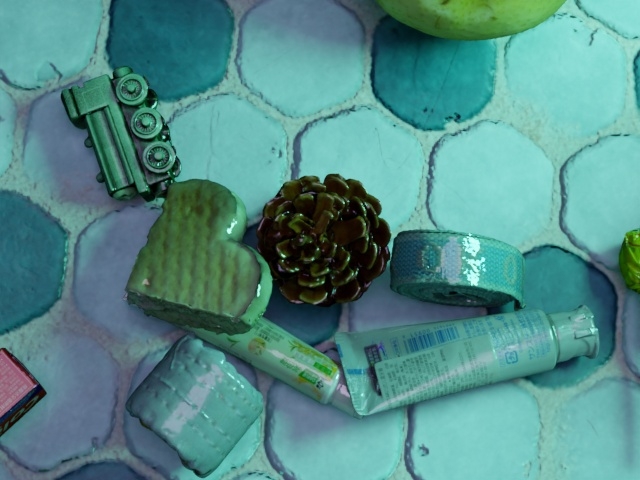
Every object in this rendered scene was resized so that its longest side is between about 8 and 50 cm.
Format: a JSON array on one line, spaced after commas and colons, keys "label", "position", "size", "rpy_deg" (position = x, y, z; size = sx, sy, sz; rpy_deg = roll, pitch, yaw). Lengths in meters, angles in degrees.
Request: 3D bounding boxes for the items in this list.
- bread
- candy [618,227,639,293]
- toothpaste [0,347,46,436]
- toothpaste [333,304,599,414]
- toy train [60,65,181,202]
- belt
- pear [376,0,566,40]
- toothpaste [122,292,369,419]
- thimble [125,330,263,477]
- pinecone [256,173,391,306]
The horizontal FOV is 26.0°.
[{"label": "bread", "position": [-0.142, 0.037, 1.584], "size": [0.172, 0.064, 0.232], "rpy_deg": [-33, 49, 5]}, {"label": "candy", "position": [0.398, 0.109, 1.625], "size": [0.073, 0.077, 0.262], "rpy_deg": [-2, 71, -8]}, {"label": "toothpaste", "position": [-0.449, 0.253, 1.551], "size": [0.320, 0.076, 0.066], "rpy_deg": [-42, 81, -12]}, {"label": "toothpaste", "position": [0.171, 0.131, 1.611], "size": [0.299, 0.073, 0.114], "rpy_deg": [-9, 56, -9]}, {"label": "toy train", "position": [-0.235, -0.123, 1.668], "size": [0.111, 0.071, 0.171], "rpy_deg": [-21, 78, 1]}, {"label": "belt", "position": [0.157, 0.030, 1.602], "size": [0.147, 0.163, 0.082], "rpy_deg": [3, 78, 18]}, {"label": "pear", "position": [0.178, -0.396, 1.649], "size": [0.309, 0.309, 0.309], "rpy_deg": [1, 75, -3]}, {"label": "toothpaste", "position": [-0.079, 0.115, 1.621], "size": [0.314, 0.058, 0.056], "rpy_deg": [30, 117, 9]}, {"label": "thimble", "position": [-0.138, 0.183, 1.546], "size": [0.127, 0.151, 0.118], "rpy_deg": [42, 78, -6]}, {"label": "pinecone", "position": [0.000, 0.000, 1.598], "size": [0.173, 0.173, 0.174], "rpy_deg": [1, 75, -3]}]
